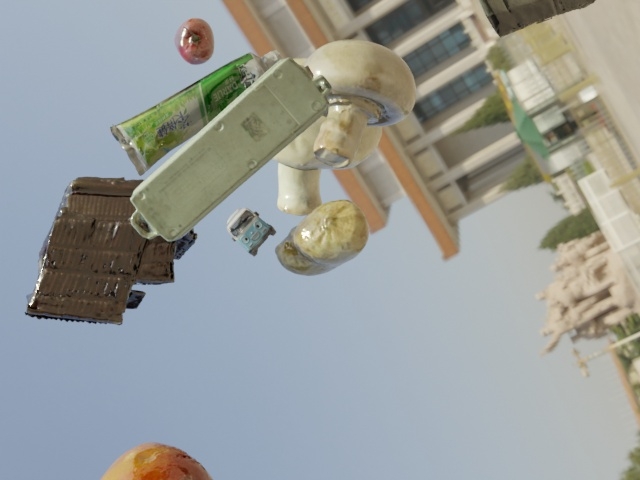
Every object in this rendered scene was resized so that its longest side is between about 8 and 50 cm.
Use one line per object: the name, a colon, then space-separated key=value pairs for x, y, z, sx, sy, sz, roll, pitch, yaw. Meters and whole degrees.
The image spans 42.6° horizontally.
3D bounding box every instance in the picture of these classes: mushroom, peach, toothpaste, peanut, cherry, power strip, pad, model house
mushroom: x=-0.021 y=-0.248 z=1.829 sx=0.315 sy=0.315 sz=0.356 roll=30 pitch=-115 yaw=-58
peach: x=-0.359 y=0.575 z=1.808 sx=0.238 sy=0.281 sz=0.281 roll=22 pitch=-138 yaw=-56
toothpaste: x=-0.158 y=-0.183 z=1.102 sx=0.078 sy=0.248 sz=0.047 roll=59 pitch=177 yaw=-7
peanut: x=0.000 y=0.000 z=1.658 sx=0.137 sy=0.253 sz=0.122 roll=8 pitch=-112 yaw=-24
cherry: x=-0.293 y=-0.468 z=1.915 sx=0.087 sy=0.106 sz=0.126 roll=4 pitch=-152 yaw=-20
power strip: x=-0.103 y=-0.101 z=0.932 sx=0.078 sy=0.272 sz=0.052 roll=49 pitch=-174 yaw=-6
pad: x=0.260 y=-0.364 z=1.068 sx=0.233 sy=0.022 sz=0.174 roll=-27 pitch=-90 yaw=-37
mushroom: x=0.061 y=-0.239 z=1.373 sx=0.206 sy=0.206 sz=0.209 roll=43 pitch=-146 yaw=-44
model house: x=-0.405 y=0.062 z=1.590 sx=0.317 sy=0.297 sz=0.282 roll=6 pitch=-137 yaw=-14

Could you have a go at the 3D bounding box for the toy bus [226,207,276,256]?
toy bus: x=-0.118 y=-0.019 z=1.356 sx=0.075 sy=0.060 sz=0.123 roll=42 pitch=178 yaw=-4
